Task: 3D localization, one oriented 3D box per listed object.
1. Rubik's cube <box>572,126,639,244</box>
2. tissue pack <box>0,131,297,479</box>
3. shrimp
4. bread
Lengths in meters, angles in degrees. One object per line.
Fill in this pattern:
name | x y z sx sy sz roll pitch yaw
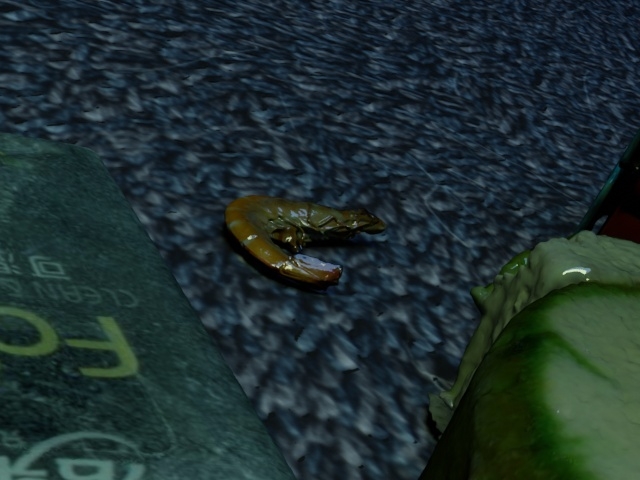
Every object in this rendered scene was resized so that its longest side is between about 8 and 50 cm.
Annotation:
Rubik's cube | 0.368 -0.063 0.966 0.293 0.283 0.288 32 50 5
tissue pack | -0.151 0.058 0.566 0.228 0.103 0.316 6 28 -31
shrimp | 0.000 0.000 0.924 0.127 0.025 0.091 -3 35 -38
bread | 0.198 0.127 0.715 0.366 0.129 0.382 2 32 -41
